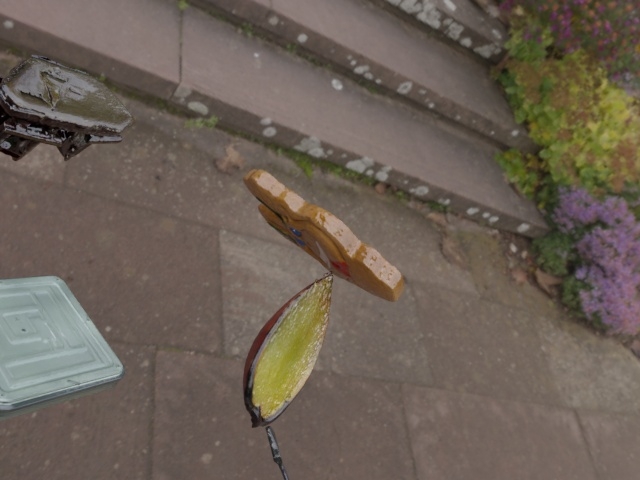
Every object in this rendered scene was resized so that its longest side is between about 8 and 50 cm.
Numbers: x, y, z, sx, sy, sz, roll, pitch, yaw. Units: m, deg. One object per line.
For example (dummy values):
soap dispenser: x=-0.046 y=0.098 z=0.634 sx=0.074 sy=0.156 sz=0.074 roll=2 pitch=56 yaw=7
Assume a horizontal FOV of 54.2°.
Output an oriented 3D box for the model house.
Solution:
model house: x=-0.380 y=-0.157 z=0.850 sx=0.203 sy=0.164 sz=0.141 roll=13 pitch=47 yaw=-53

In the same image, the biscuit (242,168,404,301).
biscuit: x=0.000 y=0.000 z=1.082 sx=0.334 sy=0.202 sz=0.047 roll=34 pitch=74 yaw=22

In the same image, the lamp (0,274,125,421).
lamp: x=-0.509 y=0.171 z=1.088 sx=0.266 sy=0.047 sz=0.269 roll=46 pitch=22 yaw=20

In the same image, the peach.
peach: x=-0.063 y=0.167 z=1.022 sx=0.068 sy=0.279 sz=0.189 roll=23 pitch=-8 yaw=25

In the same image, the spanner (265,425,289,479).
spanner: x=-0.048 y=0.368 z=0.935 sx=0.046 sy=0.012 sz=0.208 roll=-131 pitch=-157 yaw=-76
